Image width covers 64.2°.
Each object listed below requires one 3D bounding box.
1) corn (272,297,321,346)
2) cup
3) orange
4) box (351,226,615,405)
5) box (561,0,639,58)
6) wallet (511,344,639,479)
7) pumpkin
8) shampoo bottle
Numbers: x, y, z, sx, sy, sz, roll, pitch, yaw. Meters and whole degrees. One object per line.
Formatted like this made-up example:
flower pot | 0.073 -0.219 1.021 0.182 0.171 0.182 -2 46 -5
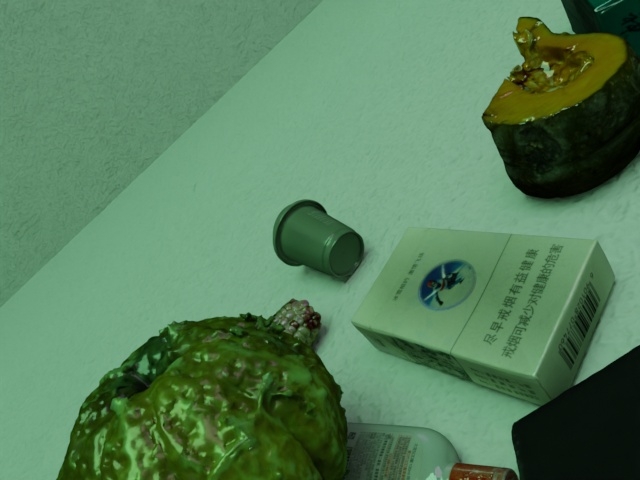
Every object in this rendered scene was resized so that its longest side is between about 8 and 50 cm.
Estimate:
corn | -0.105 0.204 0.749 0.280 0.092 0.092 -47 32 -14
cup | 0.000 0.000 0.847 0.141 0.120 0.120 21 69 43
orange | -0.126 0.205 0.510 0.299 0.223 0.301 -16 21 33
box | 0.174 0.072 0.594 0.256 0.069 0.164 7 56 53
box | 0.415 -0.331 0.720 0.092 0.153 0.245 -26 38 25
wallet | 0.300 0.103 0.304 0.406 0.062 0.228 -46 11 26
pumpkin | 0.298 -0.181 0.693 0.190 0.139 0.281 -38 31 9
shampoo bottle | 0.086 0.241 0.517 0.220 0.051 0.108 -13 39 39
